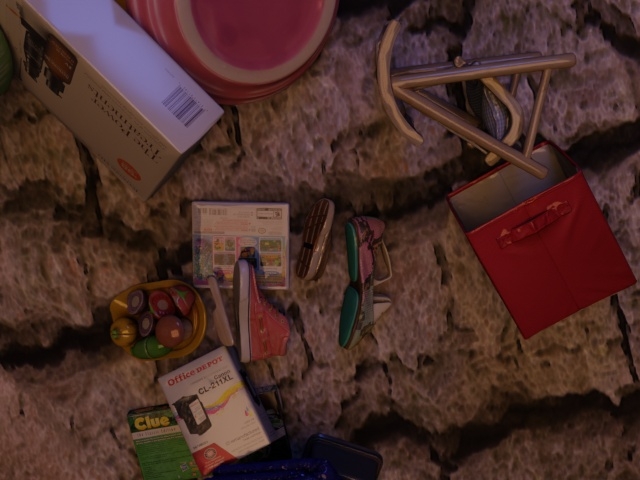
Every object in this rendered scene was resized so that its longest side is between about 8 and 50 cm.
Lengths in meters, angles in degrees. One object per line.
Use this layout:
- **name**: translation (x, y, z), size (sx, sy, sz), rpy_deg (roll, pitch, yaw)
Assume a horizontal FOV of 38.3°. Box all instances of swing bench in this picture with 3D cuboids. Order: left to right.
- **swing bench**: translation (0.192, -0.208, 1.295), size (0.254, 0.253, 0.165), rpy_deg (11, 104, 1)

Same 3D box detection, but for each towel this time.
- **towel**: translation (-0.036, 0.447, 1.481), size (0.227, 0.076, 0.308), rpy_deg (-13, 133, 15)

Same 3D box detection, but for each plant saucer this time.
- **plant saucer**: translation (-0.102, -0.348, 1.279), size (0.332, 0.084, 0.332), rpy_deg (-14, 117, -29)

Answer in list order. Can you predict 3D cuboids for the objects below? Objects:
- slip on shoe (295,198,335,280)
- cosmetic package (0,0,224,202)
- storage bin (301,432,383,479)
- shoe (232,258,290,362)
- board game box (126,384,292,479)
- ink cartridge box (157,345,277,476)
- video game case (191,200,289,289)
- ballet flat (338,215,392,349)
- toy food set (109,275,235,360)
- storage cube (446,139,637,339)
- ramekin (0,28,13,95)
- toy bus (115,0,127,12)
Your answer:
- **slip on shoe**: translation (0.000, 0.000, 1.466), size (0.041, 0.051, 0.135), rpy_deg (10, 98, -40)
- **cosmetic package**: translation (-0.331, -0.243, 1.303), size (0.377, 0.284, 0.097), rpy_deg (45, 70, -7)
- **storage bin**: translation (0.030, 0.396, 1.530), size (0.135, 0.091, 0.098), rpy_deg (19, 104, 0)
- **shoe**: translation (-0.094, 0.110, 1.477), size (0.081, 0.063, 0.178), rpy_deg (-6, 111, -14)
- **board game box**: translation (-0.186, 0.331, 1.559), size (0.259, 0.030, 0.136), rpy_deg (-10, 105, 5)
- **ink cartridge box**: translation (-0.167, 0.271, 1.492), size (0.127, 0.072, 0.175), rpy_deg (-27, 84, 4)
- **video game case**: translation (-0.128, 0.008, 1.484), size (0.157, 0.019, 0.143), rpy_deg (1, 104, 2)
- **ballet flat**: translation (0.075, 0.069, 1.466), size (0.079, 0.077, 0.222), rpy_deg (-1, 104, -17)
- **toy food set**: translation (-0.255, 0.127, 1.463), size (0.217, 0.071, 0.128), rpy_deg (-11, 87, 23)
- **storage cube**: translation (0.321, -0.006, 1.362), size (0.183, 0.215, 0.193), rpy_deg (-29, 106, 9)
- **ramekin**: translation (-0.577, -0.281, 1.286), size (0.303, 0.303, 0.148), rpy_deg (44, 62, -7)
- **toy bus**: translation (-0.333, -0.391, 1.344), size (0.332, 0.130, 0.108), rpy_deg (44, 101, -7)
